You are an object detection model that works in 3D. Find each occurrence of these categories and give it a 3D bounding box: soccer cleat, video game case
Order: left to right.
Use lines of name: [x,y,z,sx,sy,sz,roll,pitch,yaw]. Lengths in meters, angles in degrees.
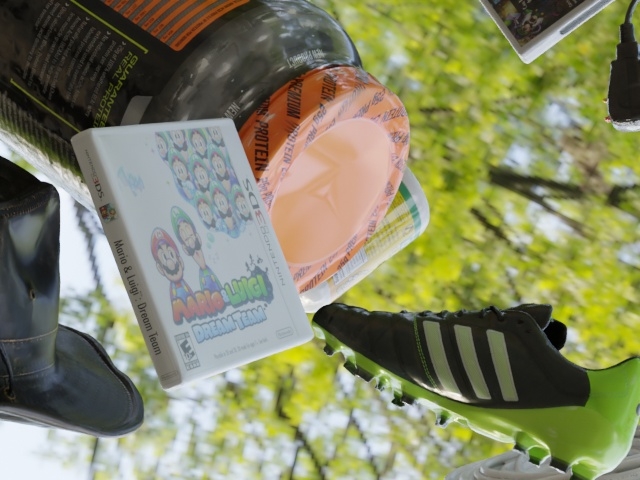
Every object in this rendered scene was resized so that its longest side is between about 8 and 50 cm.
video game case: [-0.067,0.002,0.956,0.019,0.157,0.143,-22,-94,26]
soccer cleat: [0.078,0.059,0.843,0.179,0.060,0.072,22,-102,31]
video game case: [0.238,-0.288,1.744,0.173,0.022,0.190,-36,-134,9]

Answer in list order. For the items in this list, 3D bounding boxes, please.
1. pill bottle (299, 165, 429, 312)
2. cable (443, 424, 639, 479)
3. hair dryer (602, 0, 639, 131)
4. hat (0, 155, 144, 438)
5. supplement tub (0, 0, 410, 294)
pill bottle: [0.000,0.000,1.745,0.208,0.117,0.117,-37,-138,-21]
cable: [0.246,0.234,1.575,0.257,0.257,0.089,-8,-87,46]
hair dryer: [0.280,-0.208,1.207,0.224,0.080,0.293,-8,-109,-2]
hat: [-0.243,0.005,1.080,0.331,0.331,0.134,26,-83,44]
supplement tub: [-0.113,-0.113,1.207,0.338,0.207,0.207,36,-80,31]
